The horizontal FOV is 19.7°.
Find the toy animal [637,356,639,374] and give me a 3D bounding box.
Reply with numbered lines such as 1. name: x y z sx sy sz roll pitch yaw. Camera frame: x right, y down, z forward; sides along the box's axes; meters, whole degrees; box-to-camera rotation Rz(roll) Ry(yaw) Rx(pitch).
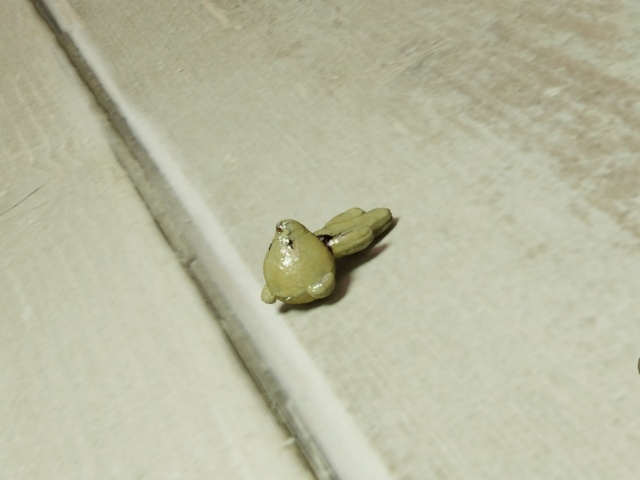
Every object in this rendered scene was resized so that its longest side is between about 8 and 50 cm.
1. toy animal: 0.224 0.003 0.765 0.214 0.093 0.186 -29 13 24

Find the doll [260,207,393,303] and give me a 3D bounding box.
1. doll: 0.003 0.009 1.107 0.061 0.051 0.093 -8 2 44
